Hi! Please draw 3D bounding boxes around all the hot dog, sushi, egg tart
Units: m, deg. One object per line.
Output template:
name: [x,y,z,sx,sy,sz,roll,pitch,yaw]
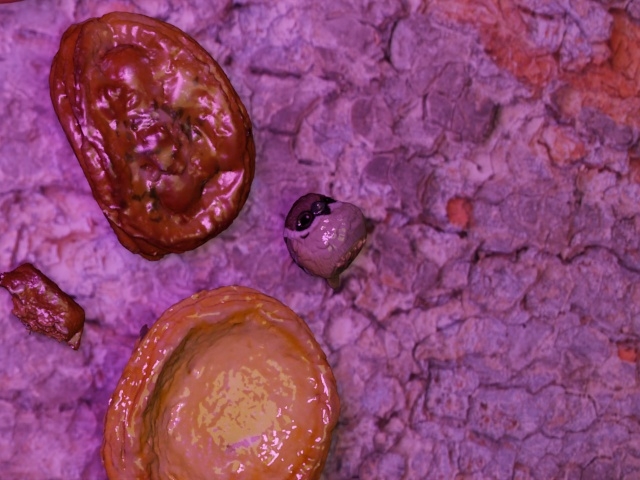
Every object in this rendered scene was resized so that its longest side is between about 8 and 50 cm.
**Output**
hot dog: [-0.180,-0.115,1.769,0.196,0.122,0.272,-31,112,-23]
sushi: [-0.296,0.072,1.759,0.118,0.061,0.060,41,83,-7]
egg tart: [-0.120,0.195,1.838,0.294,0.123,0.294,-2,94,-28]

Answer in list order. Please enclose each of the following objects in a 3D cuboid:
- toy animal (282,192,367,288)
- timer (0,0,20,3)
toy animal: [0.000,0.000,1.920,0.098,0.137,0.098,4,60,-7]
timer: [-0.327,-0.345,1.593,0.215,0.229,0.229,18,86,-22]
